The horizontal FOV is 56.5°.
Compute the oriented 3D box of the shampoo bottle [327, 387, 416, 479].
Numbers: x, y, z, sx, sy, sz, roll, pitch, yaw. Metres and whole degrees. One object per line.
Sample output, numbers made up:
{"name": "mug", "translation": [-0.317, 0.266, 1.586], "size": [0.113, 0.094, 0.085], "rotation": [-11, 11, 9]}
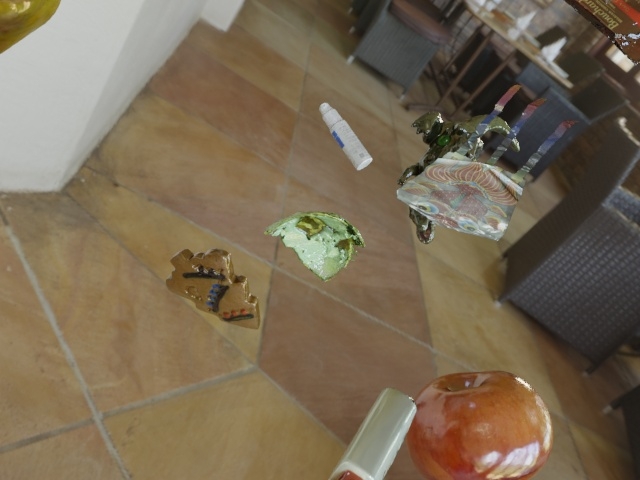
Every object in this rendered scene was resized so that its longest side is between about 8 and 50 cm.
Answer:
{"name": "shampoo bottle", "translation": [0.049, 0.346, 0.862], "size": [0.071, 0.153, 0.284], "rotation": [30, 36, 16]}

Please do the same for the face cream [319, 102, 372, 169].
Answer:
{"name": "face cream", "translation": [0.040, -0.183, 1.031], "size": [0.130, 0.034, 0.034], "rotation": [56, 32, 10]}

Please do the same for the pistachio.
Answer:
{"name": "pistachio", "translation": [-0.381, -0.274, 0.685], "size": [0.100, 0.189, 0.110], "rotation": [59, 16, -5]}

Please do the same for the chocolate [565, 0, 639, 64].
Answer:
{"name": "chocolate", "translation": [0.408, -0.336, 0.845], "size": [0.182, 0.086, 0.028], "rotation": [46, -6, 1]}

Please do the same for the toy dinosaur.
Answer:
{"name": "toy dinosaur", "translation": [0.163, -0.090, 0.761], "size": [0.087, 0.187, 0.179], "rotation": [38, 9, 22]}

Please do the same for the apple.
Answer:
{"name": "apple", "translation": [0.300, 0.362, 1.145], "size": [0.251, 0.271, 0.206], "rotation": [3, 77, -58]}

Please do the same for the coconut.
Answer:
{"name": "coconut", "translation": [-0.001, -0.002, 0.881], "size": [0.158, 0.133, 0.055], "rotation": [61, 20, -51]}

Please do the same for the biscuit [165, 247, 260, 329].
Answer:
{"name": "biscuit", "translation": [-0.268, 0.137, 1.570], "size": [0.301, 0.278, 0.043], "rotation": [42, 45, -14]}

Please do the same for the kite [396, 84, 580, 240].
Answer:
{"name": "kite", "translation": [0.165, -0.066, 0.578], "size": [0.127, 0.229, 0.016], "rotation": [22, 62, -6]}
